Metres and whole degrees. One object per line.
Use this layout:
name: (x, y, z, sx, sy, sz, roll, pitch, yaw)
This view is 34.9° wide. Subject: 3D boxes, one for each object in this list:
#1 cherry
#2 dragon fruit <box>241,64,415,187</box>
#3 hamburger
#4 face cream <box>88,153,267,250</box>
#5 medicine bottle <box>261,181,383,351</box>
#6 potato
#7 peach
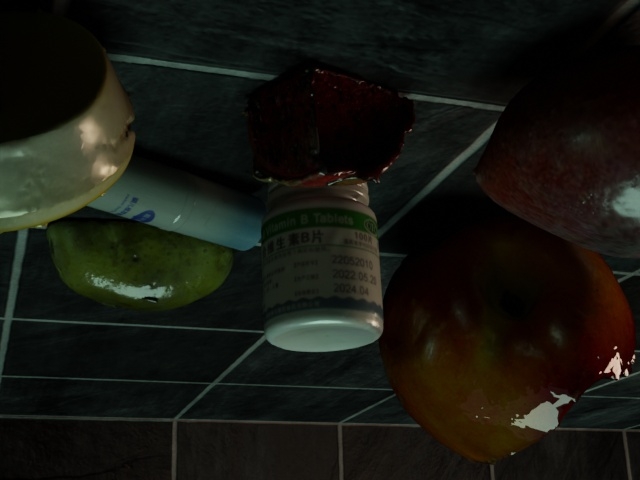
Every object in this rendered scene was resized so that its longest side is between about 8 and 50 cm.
cherry: (0.288, -0.096, 1.018, 0.239, 0.206, 0.239, 27, -179, 0)
dragon fruit: (0.013, -0.103, 1.069, 0.161, 0.120, 0.127, 6, 165, -34)
hamburger: (-0.314, -0.096, 0.908, 0.295, 0.227, 0.151, 2, 137, -2)
face cream: (-0.181, -0.050, 1.251, 0.250, 0.077, 0.077, 17, 153, -42)
medicine bottle: (0.000, 0.000, 1.172, 0.139, 0.237, 0.139, -1, 161, 0)
potato: (-0.261, 0.048, 1.475, 0.272, 0.111, 0.160, 3, 158, -16)
peach: (0.245, 0.121, 1.433, 0.335, 0.310, 0.406, -38, 176, -9)
